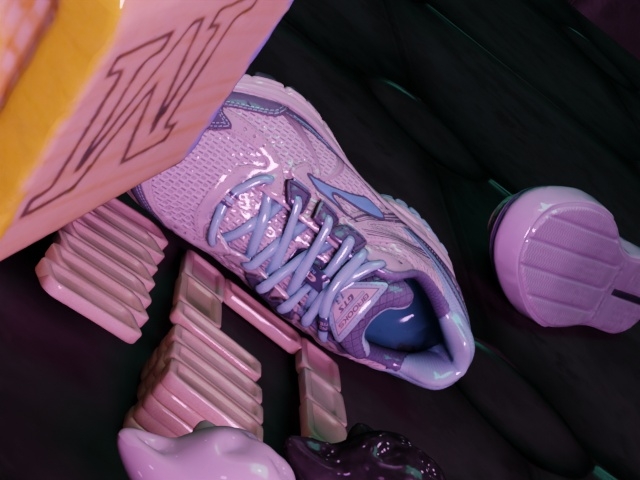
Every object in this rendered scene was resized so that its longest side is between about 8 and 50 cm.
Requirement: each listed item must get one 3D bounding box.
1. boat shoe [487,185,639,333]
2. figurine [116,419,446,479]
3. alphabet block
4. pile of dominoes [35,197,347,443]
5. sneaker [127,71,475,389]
[{"bbox_3d":[0.193,0.013,1.643,0.094,0.109,0.302,34,2,28],"label":"boat shoe"},{"bbox_3d":[0.019,0.159,0.864,0.215,0.092,0.209,13,38,-57],"label":"figurine"},{"bbox_3d":[-0.144,-0.129,0.980,0.192,0.193,0.197,41,34,9],"label":"alphabet block"},{"bbox_3d":[-0.072,0.059,1.069,0.196,0.040,0.251,38,9,-10],"label":"pile of dominoes"},{"bbox_3d":[0.000,0.000,1.181,0.283,0.110,0.122,31,19,-39],"label":"sneaker"}]
